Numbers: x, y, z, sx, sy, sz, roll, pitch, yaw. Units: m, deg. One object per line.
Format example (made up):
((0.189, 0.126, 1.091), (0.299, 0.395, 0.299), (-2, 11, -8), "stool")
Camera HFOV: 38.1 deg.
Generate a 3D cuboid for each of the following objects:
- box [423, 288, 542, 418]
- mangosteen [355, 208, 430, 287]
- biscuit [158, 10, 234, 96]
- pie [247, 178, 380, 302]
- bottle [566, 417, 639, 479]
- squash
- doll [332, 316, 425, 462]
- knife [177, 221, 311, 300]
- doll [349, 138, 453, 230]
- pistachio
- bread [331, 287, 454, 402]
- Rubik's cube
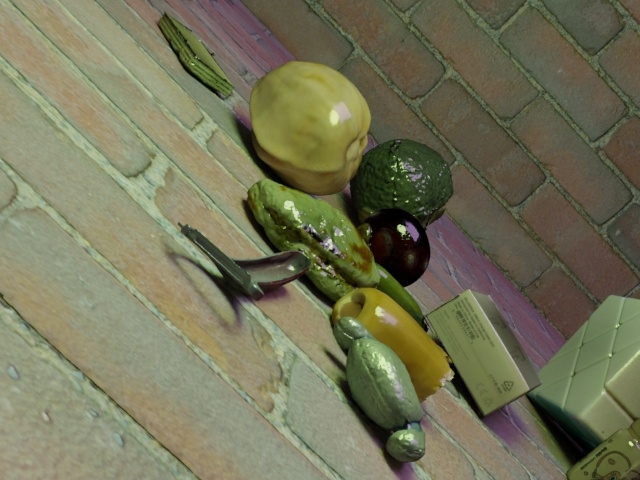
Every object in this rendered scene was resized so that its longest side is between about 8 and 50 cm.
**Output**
((0.301, 0.203, 1.695), (0.203, 0.106, 0.251), (60, 12, 15), "box")
((0.123, 0.017, 1.690), (0.152, 0.152, 0.152), (44, 12, -12), "mangosteen")
((-0.251, -0.374, 1.862), (0.121, 0.040, 0.199), (31, 18, -45), "biscuit")
((0.000, 0.000, 1.401), (0.248, 0.090, 0.201), (36, 18, -27), "pie")
((0.582, 0.419, 1.774), (0.097, 0.209, 0.110), (55, 14, 32), "bottle")
((0.131, 0.104, 1.625), (0.183, 0.052, 0.052), (47, 11, -15), "squash")
((0.078, 0.179, 1.129), (0.103, 0.071, 0.214), (31, 23, -49), "doll")
((-0.081, 0.028, 1.113), (0.123, 0.053, 0.278), (45, 10, 14), "knife")
((0.174, -0.104, 2.044), (0.247, 0.247, 0.349), (48, 9, 3), "doll")
((-0.024, -0.207, 1.725), (0.230, 0.230, 0.309), (36, 12, -42), "pistachio")
((0.100, 0.140, 1.299), (0.173, 0.085, 0.134), (43, 12, -19), "bread")
((0.692, 0.341, 1.994), (0.316, 0.319, 0.322), (45, -5, -8), "Rubik's cube")
